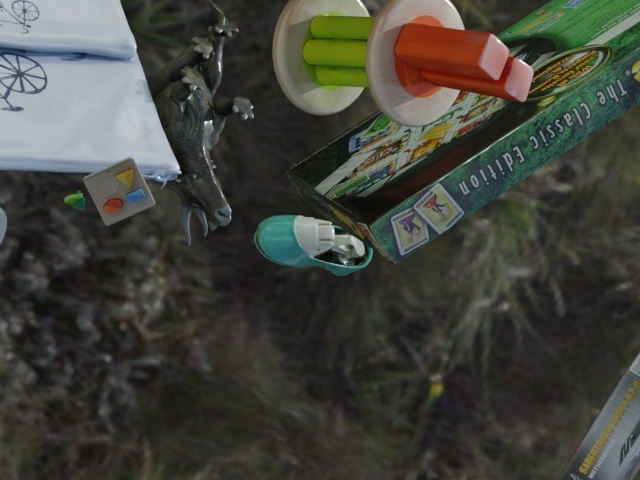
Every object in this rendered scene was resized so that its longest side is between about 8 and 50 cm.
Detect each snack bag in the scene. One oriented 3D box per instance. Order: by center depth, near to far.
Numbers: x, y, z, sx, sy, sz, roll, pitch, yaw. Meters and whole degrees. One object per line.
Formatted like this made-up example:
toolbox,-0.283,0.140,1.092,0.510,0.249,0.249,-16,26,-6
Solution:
snack bag,-0.329,-0.211,1.599,0.323,0.037,0.342,1,58,-39

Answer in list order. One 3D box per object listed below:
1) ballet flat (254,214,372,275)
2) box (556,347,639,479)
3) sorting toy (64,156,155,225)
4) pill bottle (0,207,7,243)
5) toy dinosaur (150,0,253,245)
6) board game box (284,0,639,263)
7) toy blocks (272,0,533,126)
ballet flat,0.000,0.000,2.257,0.247,0.087,0.083,15,59,-55
box,0.315,0.206,1.546,0.231,0.056,0.183,-58,163,1
sorting toy,-0.220,-0.044,1.535,0.083,0.012,0.062,-24,116,0
pill bottle,-0.305,-0.028,1.136,0.067,0.120,0.067,-50,164,-20
toy dinosaur,-0.162,-0.169,1.785,0.121,0.160,0.313,15,49,-35
board game box,0.114,-0.083,0.771,0.259,0.136,0.030,-33,110,-8
toy blocks,0.038,-0.095,0.521,0.054,0.148,0.123,-39,121,-31
